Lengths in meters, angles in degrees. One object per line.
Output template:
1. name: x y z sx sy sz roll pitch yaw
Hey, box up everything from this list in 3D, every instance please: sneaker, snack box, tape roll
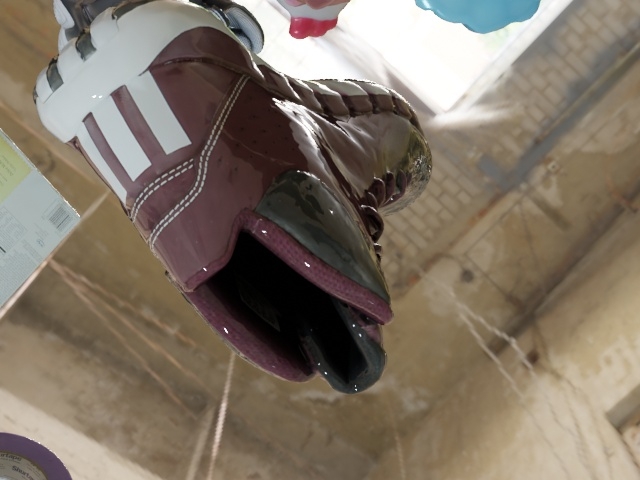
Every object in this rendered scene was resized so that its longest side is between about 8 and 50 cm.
1. sneaker: 0.000 0.000 0.438 0.281 0.106 0.163 7 -133 -57
2. snack box: -0.465 -0.067 1.137 0.060 0.187 0.322 21 154 41
3. tape roll: -0.411 0.341 1.147 0.189 0.080 0.189 20 -145 -15
4. sneaker: -0.134 -0.161 0.758 0.153 0.101 0.268 37 166 0

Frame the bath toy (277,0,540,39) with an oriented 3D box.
1. bath toy: 0.028 -0.176 0.510 0.151 0.129 0.348 12 -171 -19
